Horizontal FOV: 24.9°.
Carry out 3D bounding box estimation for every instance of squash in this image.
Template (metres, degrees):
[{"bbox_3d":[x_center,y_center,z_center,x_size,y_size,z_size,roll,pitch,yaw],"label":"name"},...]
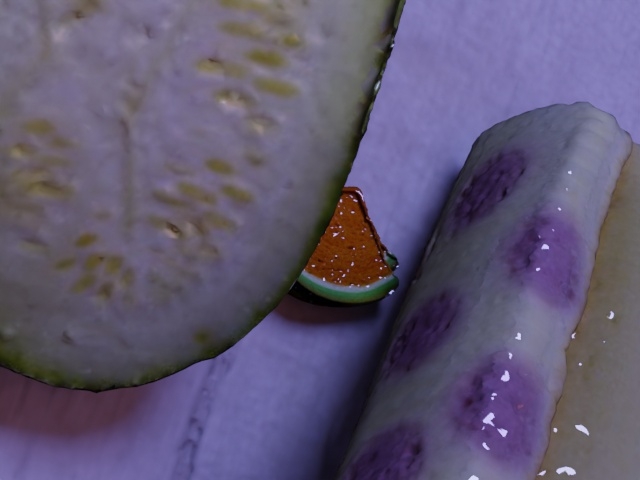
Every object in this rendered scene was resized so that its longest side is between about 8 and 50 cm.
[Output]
[{"bbox_3d":[-0.092,-0.084,0.672,0.234,0.210,0.308,11,83,-16],"label":"squash"}]

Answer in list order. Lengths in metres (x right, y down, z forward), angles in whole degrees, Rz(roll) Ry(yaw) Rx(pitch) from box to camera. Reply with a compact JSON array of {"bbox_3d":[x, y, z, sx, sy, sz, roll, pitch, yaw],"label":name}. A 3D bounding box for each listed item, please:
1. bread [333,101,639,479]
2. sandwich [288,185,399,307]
[{"bbox_3d":[0.114,0.096,0.763,0.187,0.155,0.338,38,50,-17],"label":"bread"},{"bbox_3d":[0.002,0.004,0.827,0.101,0.026,0.069,0,88,-31],"label":"sandwich"}]
